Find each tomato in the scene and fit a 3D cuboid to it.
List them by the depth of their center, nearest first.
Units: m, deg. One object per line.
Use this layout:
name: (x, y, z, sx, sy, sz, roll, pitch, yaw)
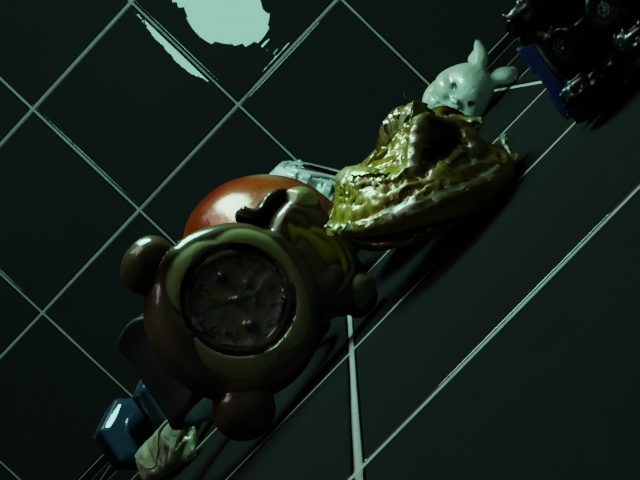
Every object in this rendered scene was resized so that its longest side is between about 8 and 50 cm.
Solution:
tomato: (-0.091, 0.031, 2.018, 0.321, 0.321, 0.321, -46, 4, 4)

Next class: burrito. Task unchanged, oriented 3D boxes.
burrito: (-0.277, 0.374, 2.020, 0.059, 0.082, 0.275, -4, -19, -26)

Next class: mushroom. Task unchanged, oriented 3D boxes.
mushroom: (0.136, -0.099, 1.789, 0.297, 0.163, 0.278, -49, -4, -36)

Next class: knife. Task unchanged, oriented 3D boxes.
knife: (-0.209, 0.334, 2.104, 0.060, 0.028, 0.230, -58, 0, 29)

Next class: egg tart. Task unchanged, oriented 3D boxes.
egg tart: (0.122, -0.096, 1.509, 0.297, 0.132, 0.297, -24, 15, 7)

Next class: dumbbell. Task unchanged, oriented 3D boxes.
dumbbell: (-0.328, 0.342, 2.249, 0.143, 0.156, 0.316, -29, -10, -40)

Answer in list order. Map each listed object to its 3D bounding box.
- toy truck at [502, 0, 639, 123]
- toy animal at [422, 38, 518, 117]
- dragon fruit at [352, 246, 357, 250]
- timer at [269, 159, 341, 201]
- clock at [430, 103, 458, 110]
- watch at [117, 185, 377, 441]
toy truck: (0.337, -0.245, 1.321, 0.177, 0.161, 0.213, -16, -20, -46)
toy animal: (0.312, -0.324, 2.464, 0.178, 0.127, 0.193, -46, 1, -29)
dragon fruit: (0.004, 0.009, 2.401, 0.111, 0.153, 0.153, -64, 0, 12)
timer: (0.019, -0.107, 2.453, 0.237, 0.262, 0.087, -65, -10, -81)
clock: (0.220, -0.197, 2.307, 0.144, 0.103, 0.231, -57, 6, -20)
watch: (-0.111, 0.122, 1.668, 0.335, 0.314, 0.327, -32, -12, -17)
